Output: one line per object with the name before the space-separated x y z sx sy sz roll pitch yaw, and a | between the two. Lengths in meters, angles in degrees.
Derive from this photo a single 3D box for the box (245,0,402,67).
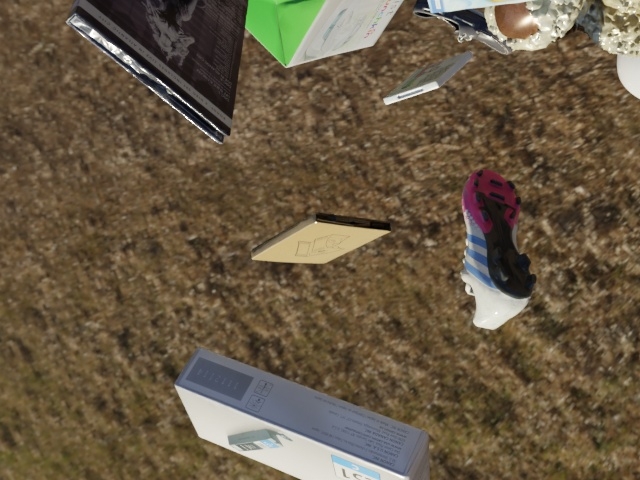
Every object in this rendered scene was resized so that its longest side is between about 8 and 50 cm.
box | -0.042 -0.384 1.219 0.262 0.231 0.126 47 129 13

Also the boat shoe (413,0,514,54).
boat shoe | 0.264 -0.394 1.614 0.206 0.075 0.065 34 85 2

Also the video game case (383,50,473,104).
video game case | 0.225 -0.340 1.823 0.143 0.157 0.019 -12 114 45

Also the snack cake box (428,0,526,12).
snack cake box | 0.140 -0.289 0.647 0.152 0.264 0.089 -3 68 14

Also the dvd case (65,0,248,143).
dvd case | -0.135 -0.207 0.781 0.018 0.221 0.164 -31 128 29

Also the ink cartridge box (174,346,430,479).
ink cartridge box | -0.012 0.263 1.072 0.296 0.066 0.261 17 147 21

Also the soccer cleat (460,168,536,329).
soccer cleat | 0.293 0.011 1.564 0.116 0.331 0.143 17 133 -15

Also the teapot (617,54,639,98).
teapot | 0.710 -0.394 1.700 0.253 0.256 0.187 -8 132 -2

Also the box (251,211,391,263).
box | 0.000 0.000 1.520 0.201 0.164 0.021 -29 63 49

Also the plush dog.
plush dog | 0.313 -0.261 0.878 0.263 0.225 0.210 12 84 16
